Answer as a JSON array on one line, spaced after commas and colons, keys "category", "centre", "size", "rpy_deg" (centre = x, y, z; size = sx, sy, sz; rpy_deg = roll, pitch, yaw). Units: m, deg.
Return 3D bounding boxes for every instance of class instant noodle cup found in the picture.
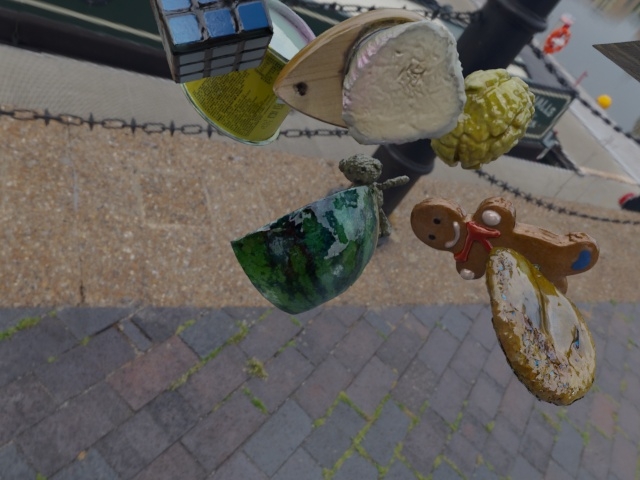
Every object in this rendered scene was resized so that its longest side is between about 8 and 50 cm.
[{"category": "instant noodle cup", "centre": [-0.164, -0.445, 1.384], "size": [0.325, 0.254, 0.326], "rpy_deg": [27, 43, -28]}]

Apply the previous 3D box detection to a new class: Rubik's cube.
[{"category": "Rubik's cube", "centre": [-0.179, -0.362, 0.865], "size": [0.160, 0.163, 0.162], "rpy_deg": [-17, 93, -13]}]

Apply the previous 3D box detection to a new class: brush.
[{"category": "brush", "centre": [0.058, -0.220, 0.764], "size": [0.266, 0.174, 0.166], "rpy_deg": [-7, 29, 9]}]

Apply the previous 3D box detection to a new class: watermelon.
[{"category": "watermelon", "centre": [0.006, 0.027, 1.205], "size": [0.319, 0.292, 0.222], "rpy_deg": [-22, 94, -80]}]

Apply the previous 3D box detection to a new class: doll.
[{"category": "doll", "centre": [0.135, -0.126, 1.581], "size": [0.202, 0.286, 0.091], "rpy_deg": [18, 51, 6]}]

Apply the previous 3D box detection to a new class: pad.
[{"category": "pad", "centre": [0.619, -0.319, 1.001], "size": [0.159, 0.009, 0.265], "rpy_deg": [31, 15, -9]}]

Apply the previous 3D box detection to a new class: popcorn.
[{"category": "popcorn", "centre": [0.349, -0.264, 1.181], "size": [0.200, 0.226, 0.203], "rpy_deg": [18, 31, 13]}]

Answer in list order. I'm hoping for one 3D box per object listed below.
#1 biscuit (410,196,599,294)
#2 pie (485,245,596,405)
[{"category": "biscuit", "centre": [0.316, 0.014, 1.001], "size": [0.323, 0.205, 0.049], "rpy_deg": [27, 50, 10]}, {"category": "pie", "centre": [0.341, 0.130, 0.860], "size": [0.273, 0.069, 0.274], "rpy_deg": [26, 45, -30]}]
